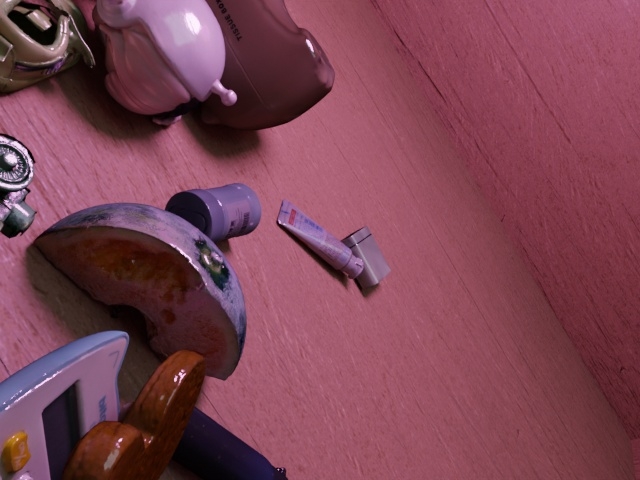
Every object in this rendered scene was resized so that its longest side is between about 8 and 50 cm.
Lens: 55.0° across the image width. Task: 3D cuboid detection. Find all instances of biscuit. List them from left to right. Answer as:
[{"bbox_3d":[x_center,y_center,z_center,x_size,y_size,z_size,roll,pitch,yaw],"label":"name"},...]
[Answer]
[{"bbox_3d":[-0.226,0.275,0.572,0.064,0.283,0.432,21,45,4],"label":"biscuit"}]

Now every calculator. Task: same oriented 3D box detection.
[{"bbox_3d":[-0.290,0.254,0.535,0.386,0.055,0.256,-57,156,-61],"label":"calculator"}]

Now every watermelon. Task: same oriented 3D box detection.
[{"bbox_3d":[-0.204,0.033,0.885,0.322,0.175,0.188,47,32,-25],"label":"watermelon"}]

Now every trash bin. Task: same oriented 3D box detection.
[{"bbox_3d":[0.108,0.041,1.499,0.129,0.059,0.116,61,30,-1],"label":"trash bin"}]

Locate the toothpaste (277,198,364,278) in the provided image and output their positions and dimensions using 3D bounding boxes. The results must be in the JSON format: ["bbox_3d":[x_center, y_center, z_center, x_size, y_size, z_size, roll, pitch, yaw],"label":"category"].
[{"bbox_3d":[0.000,0.000,1.376,0.234,0.057,0.089,40,32,-21],"label":"toothpaste"}]

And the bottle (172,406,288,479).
[{"bbox_3d":[-0.139,0.304,0.851,0.244,0.072,0.082,44,38,-27],"label":"bottle"}]

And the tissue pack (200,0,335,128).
[{"bbox_3d":[-0.166,-0.416,1.264,0.387,0.277,0.267,61,15,-2],"label":"tissue pack"}]

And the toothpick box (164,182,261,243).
[{"bbox_3d":[-0.183,-0.044,1.065,0.101,0.101,0.153,63,28,4],"label":"toothpick box"}]

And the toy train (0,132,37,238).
[{"bbox_3d":[-0.447,-0.094,0.646,0.307,0.127,0.189,50,28,-28],"label":"toy train"}]

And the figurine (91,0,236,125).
[{"bbox_3d":[-0.284,-0.388,1.037,0.253,0.211,0.361,-24,104,-72],"label":"figurine"}]

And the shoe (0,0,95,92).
[{"bbox_3d":[-0.421,-0.305,0.921,0.140,0.128,0.262,63,28,-27],"label":"shoe"}]
